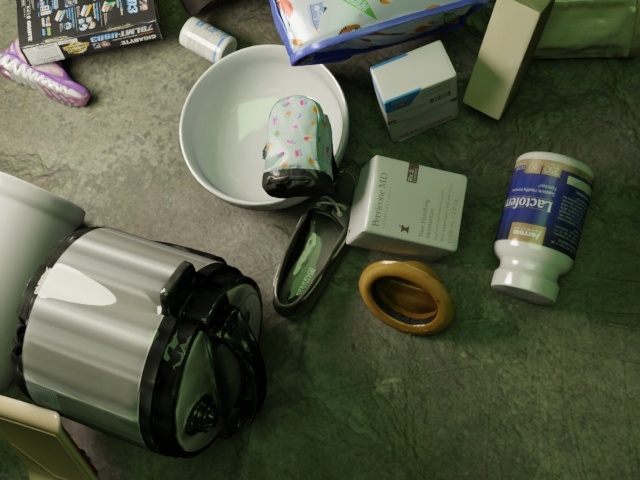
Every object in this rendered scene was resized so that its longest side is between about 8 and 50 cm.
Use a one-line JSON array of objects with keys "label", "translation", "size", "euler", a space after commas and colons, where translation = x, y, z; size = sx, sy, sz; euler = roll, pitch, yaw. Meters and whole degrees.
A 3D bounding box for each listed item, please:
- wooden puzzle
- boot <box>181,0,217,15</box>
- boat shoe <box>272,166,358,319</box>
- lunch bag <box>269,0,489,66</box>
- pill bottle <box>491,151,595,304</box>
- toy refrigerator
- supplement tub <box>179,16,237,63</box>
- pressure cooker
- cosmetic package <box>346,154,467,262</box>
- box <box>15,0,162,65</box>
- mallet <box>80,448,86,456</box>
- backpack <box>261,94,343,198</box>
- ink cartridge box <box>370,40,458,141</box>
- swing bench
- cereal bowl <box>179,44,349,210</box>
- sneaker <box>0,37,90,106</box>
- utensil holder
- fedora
[{"label": "wooden puzzle", "translation": [-0.511, 0.386, 1.803], "size": [0.220, 0.239, 0.044], "euler": [7, 41, 33]}, {"label": "boot", "translation": [-0.159, -0.581, 2.042], "size": [0.280, 0.264, 0.096], "euler": [-29, 97, -22]}, {"label": "boat shoe", "translation": [0.000, 0.000, 1.906], "size": [0.112, 0.095, 0.335], "euler": [23, 81, 12]}, {"label": "lunch bag", "translation": [0.077, -0.531, 1.850], "size": [0.385, 0.239, 0.328], "euler": [-18, 88, -8]}, {"label": "pill bottle", "translation": [0.415, -0.021, 1.825], "size": [0.153, 0.153, 0.265], "euler": [14, 79, 11]}, {"label": "toy refrigerator", "translation": [0.357, -0.372, 1.847], "size": [0.094, 0.270, 0.102], "euler": [29, 54, 13]}, {"label": "supplement tub", "translation": [-0.237, -0.422, 2.052], "size": [0.107, 0.071, 0.071], "euler": [31, 83, 12]}, {"label": "pressure cooker", "translation": [-0.291, 0.196, 1.753], "size": [0.420, 0.370, 0.376], "euler": [16, 92, 19]}, {"label": "cosmetic package", "translation": [0.161, -0.057, 1.844], "size": [0.183, 0.151, 0.151], "euler": [12, 78, -10]}, {"label": "box", "translation": [-0.502, -0.534, 2.070], "size": [0.293, 0.073, 0.296], "euler": [-11, 64, -3]}, {"label": "mallet", "translation": [-0.477, 0.501, 1.889], "size": [0.062, 0.039, 0.190], "euler": [-16, 79, 10]}, {"label": "backpack", "translation": [-0.037, -0.176, 1.799], "size": [0.151, 0.115, 0.182], "euler": [1, 74, 11]}, {"label": "ink cartridge box", "translation": [0.187, -0.288, 1.894], "size": [0.148, 0.203, 0.086], "euler": [-22, 73, 2]}, {"label": "swing bench", "translation": [0.504, -0.497, 1.919], "size": [0.253, 0.165, 0.255], "euler": [-1, 77, 7]}, {"label": "cereal bowl", "translation": [-0.105, -0.214, 1.948], "size": [0.338, 0.141, 0.339], "euler": [-2, 77, 7]}, {"label": "sneaker", "translation": [-0.590, -0.372, 2.082], "size": [0.236, 0.095, 0.105], "euler": [27, 74, 14]}, {"label": "utensil holder", "translation": [-0.681, 0.062, 1.870], "size": [0.327, 0.327, 0.386], "euler": [18, 81, 12]}, {"label": "fedora", "translation": [0.173, 0.095, 1.851], "size": [0.194, 0.194, 0.079], "euler": [21, 44, 12]}]
